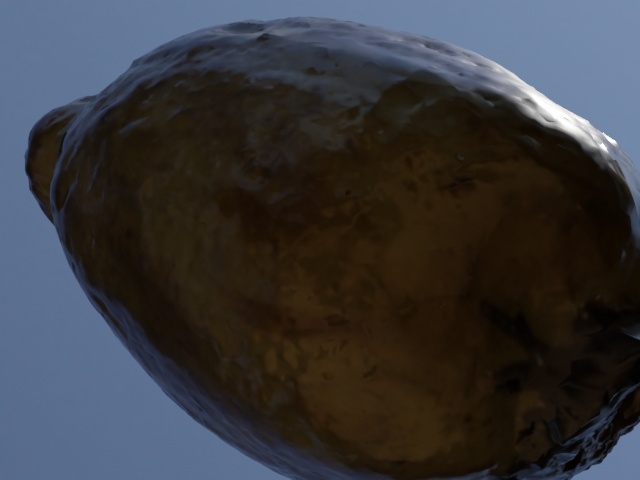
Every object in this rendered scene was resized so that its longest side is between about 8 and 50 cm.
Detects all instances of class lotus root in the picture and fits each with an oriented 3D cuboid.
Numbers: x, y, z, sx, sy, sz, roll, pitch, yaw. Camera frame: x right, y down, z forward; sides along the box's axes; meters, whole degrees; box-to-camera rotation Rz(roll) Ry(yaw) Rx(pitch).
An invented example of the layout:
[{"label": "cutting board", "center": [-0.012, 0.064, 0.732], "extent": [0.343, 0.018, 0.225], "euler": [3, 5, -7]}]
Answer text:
[{"label": "lotus root", "center": [0.000, 0.000, 0.532], "extent": [0.138, 0.214, 0.138], "euler": [-41, -37, -43]}]
